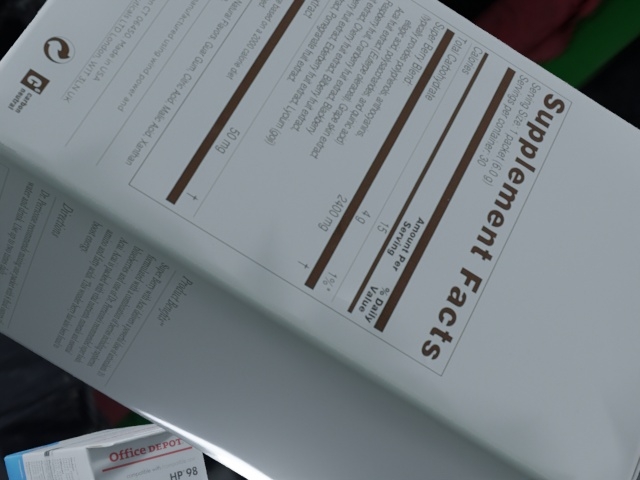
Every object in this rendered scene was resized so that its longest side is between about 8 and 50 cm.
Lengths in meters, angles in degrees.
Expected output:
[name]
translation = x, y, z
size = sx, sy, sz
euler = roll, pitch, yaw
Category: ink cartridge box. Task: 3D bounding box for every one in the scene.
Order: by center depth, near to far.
[ink cartridge box]
translation = -0.166, 0.187, 1.143
size = 0.104, 0.060, 0.180
euler = -10, -4, -39

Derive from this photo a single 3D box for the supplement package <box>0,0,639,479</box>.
[supplement package]
translation = 0.000, 0.000, 0.637
size = 0.175, 0.293, 0.177
euler = -61, 5, -30
